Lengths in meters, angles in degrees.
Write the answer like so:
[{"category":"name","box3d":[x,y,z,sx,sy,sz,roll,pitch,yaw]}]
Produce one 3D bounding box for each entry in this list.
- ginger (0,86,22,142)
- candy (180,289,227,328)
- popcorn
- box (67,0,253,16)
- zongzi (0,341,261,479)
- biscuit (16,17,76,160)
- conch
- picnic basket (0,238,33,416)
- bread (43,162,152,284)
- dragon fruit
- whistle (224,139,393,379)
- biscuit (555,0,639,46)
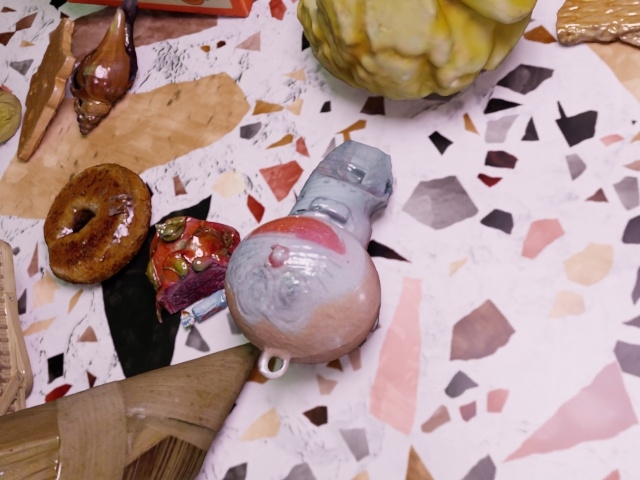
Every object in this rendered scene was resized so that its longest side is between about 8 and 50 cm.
[{"category":"ginger","box3d":[-0.628,-0.249,1.202,0.262,0.109,0.116,20,47,27]},{"category":"candy","box3d":[-0.147,0.084,0.901,0.083,0.020,0.030,-35,61,0]},{"category":"popcorn","box3d":[0.128,-0.331,0.891,0.293,0.292,0.334,-31,44,59]},{"category":"box","box3d":[-0.261,-0.576,1.109,0.348,0.257,0.319,10,66,14]},{"category":"zongzi","box3d":[-0.299,0.194,0.622,0.218,0.500,0.467,35,81,25]},{"category":"biscuit","box3d":[-0.457,-0.252,1.155,0.162,0.035,0.250,10,80,54]},{"category":"conch","box3d":[-0.338,-0.281,1.119,0.080,0.086,0.233,30,80,30]},{"category":"picnic basket","box3d":[-0.526,0.158,0.897,0.228,0.175,0.313,-16,76,13]},{"category":"bread","box3d":[-0.322,-0.026,1.002,0.193,0.064,0.193,-11,63,22]},{"category":"dragon fruit","box3d":[-0.180,0.026,0.900,0.147,0.096,0.102,-26,62,9]},{"category":"whistle","box3d":[0.000,0.000,0.812,0.189,0.189,0.348,8,57,24]},{"category":"biscuit","box3d":[0.418,-0.306,0.876,0.224,0.033,0.145,2,63,21]}]
